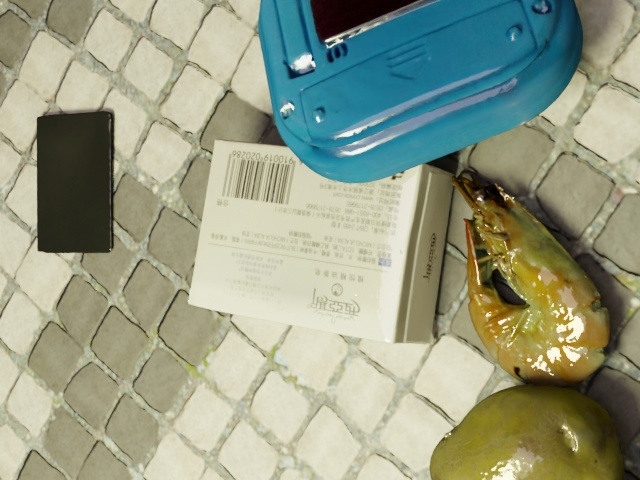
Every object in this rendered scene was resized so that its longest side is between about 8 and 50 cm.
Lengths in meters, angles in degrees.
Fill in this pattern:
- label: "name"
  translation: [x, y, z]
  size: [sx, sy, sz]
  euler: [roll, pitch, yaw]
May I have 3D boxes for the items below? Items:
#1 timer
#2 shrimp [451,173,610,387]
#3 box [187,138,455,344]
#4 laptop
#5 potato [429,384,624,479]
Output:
- label: "timer"
  translation: [0.094, -0.234, 1.186]
  size: [0.340, 0.115, 0.309]
  euler: [-21, 58, 16]
- label: "shrimp"
  translation: [0.211, 0.039, 1.203]
  size: [0.145, 0.061, 0.267]
  euler: [-39, 73, 32]
- label: "box"
  translation: [0.001, 0.000, 1.283]
  size: [0.274, 0.116, 0.203]
  euler: [8, 89, 28]
- label: "laptop"
  translation: [-0.340, -0.080, 1.533]
  size: [0.135, 0.016, 0.197]
  euler: [1, 90, 28]
- label: "potato"
  translation: [0.214, 0.235, 1.151]
  size: [0.200, 0.154, 0.137]
  euler: [-36, 30, 30]
